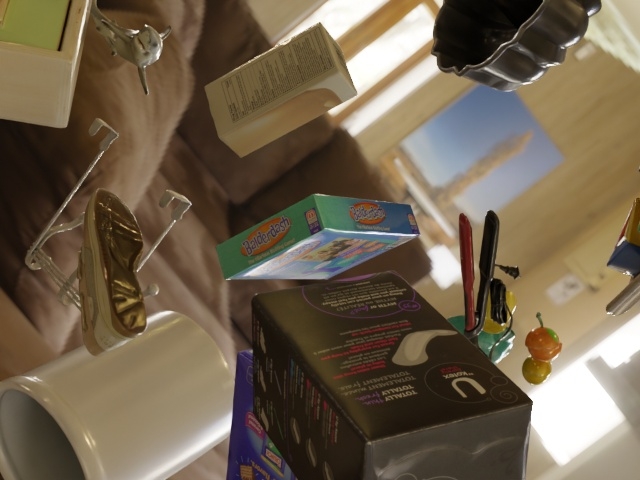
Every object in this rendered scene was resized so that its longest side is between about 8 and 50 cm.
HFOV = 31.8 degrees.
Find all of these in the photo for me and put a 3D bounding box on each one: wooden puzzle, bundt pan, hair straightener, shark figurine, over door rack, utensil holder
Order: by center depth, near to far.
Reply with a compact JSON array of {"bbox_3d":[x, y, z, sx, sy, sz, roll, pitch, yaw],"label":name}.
[{"bbox_3d":[0.482,-0.090,1.516,0.081,0.347,0.322,26,-17,7],"label":"wooden puzzle"},{"bbox_3d":[0.241,0.065,1.558,0.047,0.089,0.230,-120,-158,-67],"label":"hair straightener"},{"bbox_3d":[0.326,-0.377,1.769,0.124,0.330,0.331,28,16,-24],"label":"bundt pan"},{"bbox_3d":[-0.371,-0.014,2.003,0.239,0.324,0.108,42,21,27],"label":"over door rack"},{"bbox_3d":[-0.333,-0.378,2.014,0.278,0.116,0.166,40,-25,37],"label":"shark figurine"},{"bbox_3d":[-0.399,0.343,2.198,0.385,0.327,0.327,-28,77,-42],"label":"utensil holder"}]

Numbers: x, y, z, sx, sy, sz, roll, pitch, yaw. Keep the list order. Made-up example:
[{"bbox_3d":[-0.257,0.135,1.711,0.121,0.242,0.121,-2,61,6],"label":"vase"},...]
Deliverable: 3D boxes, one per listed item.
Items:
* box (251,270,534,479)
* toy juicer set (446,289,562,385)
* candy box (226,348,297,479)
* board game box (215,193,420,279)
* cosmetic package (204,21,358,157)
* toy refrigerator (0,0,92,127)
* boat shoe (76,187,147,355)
[{"bbox_3d":[0.055,0.156,1.052,0.270,0.165,0.143,-135,-140,-56],"label":"box"},{"bbox_3d":[0.314,0.199,2.053,0.209,0.329,0.089,26,56,-10],"label":"toy juicer set"},{"bbox_3d":[-0.001,0.321,1.406,0.122,0.317,0.268,-6,22,-39],"label":"candy box"},{"bbox_3d":[0.000,0.000,1.377,0.210,0.160,0.047,3,66,-55],"label":"board game box"},{"bbox_3d":[-0.033,-0.123,0.927,0.041,0.115,0.060,42,26,-55],"label":"cosmetic package"},{"bbox_3d":[-0.280,-0.241,1.110,0.102,0.094,0.269,9,47,-11],"label":"toy refrigerator"},{"bbox_3d":[-0.347,0.045,1.793,0.109,0.098,0.302,32,33,-43],"label":"boat shoe"}]
